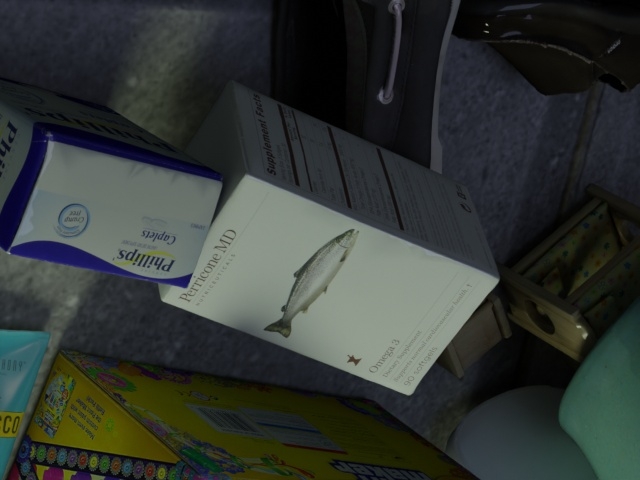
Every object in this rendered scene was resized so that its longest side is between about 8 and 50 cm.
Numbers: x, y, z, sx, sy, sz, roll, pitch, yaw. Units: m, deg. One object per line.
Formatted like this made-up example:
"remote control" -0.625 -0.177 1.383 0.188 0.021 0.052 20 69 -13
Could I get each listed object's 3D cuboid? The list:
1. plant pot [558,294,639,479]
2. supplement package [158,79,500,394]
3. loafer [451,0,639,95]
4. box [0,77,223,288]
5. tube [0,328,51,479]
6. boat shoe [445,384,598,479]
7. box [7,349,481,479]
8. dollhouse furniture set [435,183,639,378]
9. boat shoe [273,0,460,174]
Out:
"plant pot" 0.318 0.151 1.359 0.272 0.255 0.271 -38 156 -20
"supplement package" 0.000 0.000 1.148 0.179 0.105 0.105 22 120 -24
"loafer" 0.167 -0.136 1.317 0.220 0.080 0.078 3 109 -40
"box" -0.146 -0.037 1.073 0.126 0.137 0.072 13 103 -42
"tube" -0.227 0.150 1.173 0.080 0.052 0.207 9 100 -51
"boat shoe" 0.221 0.177 1.514 0.301 0.108 0.102 -5 151 -30
"box" -0.067 0.250 1.262 0.290 0.177 0.279 13 104 -42
"dollhouse furniture set" 0.196 0.084 1.440 0.182 0.101 0.161 -39 131 -17
"boat shoe" 0.018 -0.126 1.182 0.095 0.112 0.335 -28 131 -32
